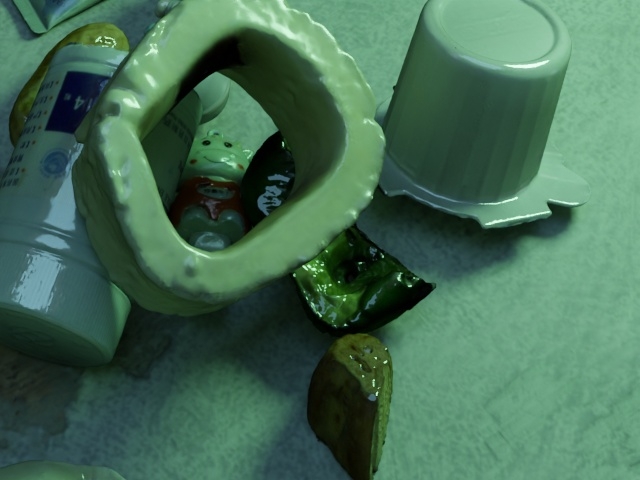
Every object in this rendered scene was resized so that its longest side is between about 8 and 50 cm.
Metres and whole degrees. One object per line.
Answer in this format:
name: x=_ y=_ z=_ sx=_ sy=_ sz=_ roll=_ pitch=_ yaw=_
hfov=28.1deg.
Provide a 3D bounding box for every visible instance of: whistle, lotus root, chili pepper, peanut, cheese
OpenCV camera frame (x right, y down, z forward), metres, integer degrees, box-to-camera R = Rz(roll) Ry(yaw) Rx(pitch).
whistle: x=-0.133 y=-0.034 z=1.541 sx=0.102 sy=0.106 sz=0.253 roll=-10 pitch=57 yaw=19
lotus root: x=0.032 y=0.172 z=1.419 sx=0.095 sy=0.135 sz=0.159 roll=5 pitch=46 yaw=3
chili pepper: x=-0.004 y=0.000 z=1.514 sx=0.148 sy=0.116 sz=0.264 roll=-32 pitch=79 yaw=-24
peanut: x=-0.315 y=-0.190 z=1.632 sx=0.108 sy=0.095 sz=0.226 roll=16 pitch=58 yaw=13
cheese: x=-0.110 y=-0.088 z=1.354 sx=0.292 sy=0.153 sz=0.332 roll=46 pitch=64 yaw=-8

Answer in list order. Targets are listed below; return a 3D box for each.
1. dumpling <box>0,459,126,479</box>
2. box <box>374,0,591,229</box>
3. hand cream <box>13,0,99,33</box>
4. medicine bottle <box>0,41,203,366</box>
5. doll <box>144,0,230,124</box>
dumpling: x=-0.311 y=0.309 z=1.316 sx=0.250 sy=0.132 sz=0.162 roll=-17 pitch=58 yaw=-11
box: x=0.208 y=-0.168 z=1.532 sx=0.291 sy=0.206 sz=0.262 roll=24 pitch=47 yaw=13
hand cream: x=-0.273 y=-0.406 z=1.779 sx=0.341 sy=0.078 sz=0.124 roll=-30 pitch=65 yaw=-12
medicine bottle: x=-0.272 y=-0.037 z=1.460 sx=0.190 sy=0.190 sz=0.332 roll=15 pitch=72 yaw=8
doll: x=-0.148 y=-0.269 z=1.659 sx=0.151 sy=0.151 sz=0.287 roll=11 pitch=64 yaw=5
